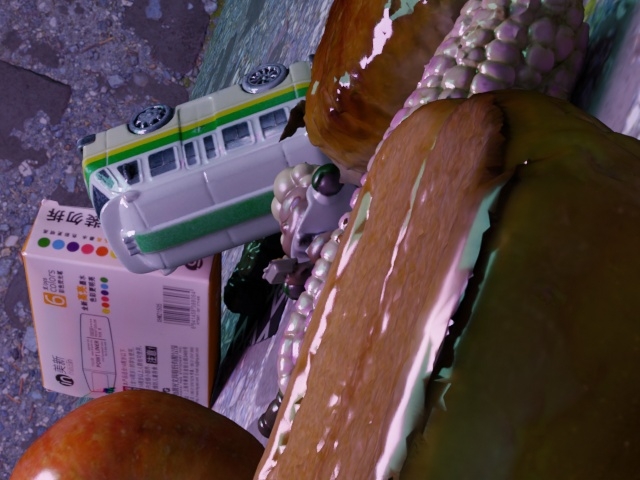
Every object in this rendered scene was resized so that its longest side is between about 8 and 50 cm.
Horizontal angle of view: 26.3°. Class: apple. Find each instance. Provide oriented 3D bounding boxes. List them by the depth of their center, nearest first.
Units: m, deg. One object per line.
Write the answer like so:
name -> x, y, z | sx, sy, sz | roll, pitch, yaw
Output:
apple -> -0.146, 0.242, 1.145 | 0.241, 0.242, 0.242 | 153, 138, -81

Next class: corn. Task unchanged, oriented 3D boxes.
corn -> 0.075, -0.018, 0.922 | 0.126, 0.126, 0.335 | -154, 86, -77

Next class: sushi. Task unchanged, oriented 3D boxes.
sushi -> -0.073, 0.017, 1.635 | 0.231, 0.047, 0.219 | 149, 141, -69

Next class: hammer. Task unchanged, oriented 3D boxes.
hammer -> -0.019, 0.072, 1.386 | 0.058, 0.029, 0.292 | -53, 18, 42

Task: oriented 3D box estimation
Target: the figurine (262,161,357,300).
figurine -> -0.001, 0.000, 1.269 | 0.197, 0.093, 0.147 | -93, 17, -60

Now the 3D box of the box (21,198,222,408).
box -> -0.227, 0.085, 1.614 | 0.274, 0.221, 0.091 | 99, -179, -49

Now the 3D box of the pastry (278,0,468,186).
pastry -> 0.092, -0.204, 1.123 | 0.329, 0.136, 0.329 | -158, 90, -79

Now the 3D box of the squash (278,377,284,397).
squash -> 0.027, 0.066, 1.114 | 0.229, 0.066, 0.066 | 124, 163, -45

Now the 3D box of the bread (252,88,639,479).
bread -> 0.073, 0.095, 0.701 | 0.328, 0.148, 0.337 | -150, 80, -81

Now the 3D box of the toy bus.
toy bus -> -0.106, -0.069, 1.425 | 0.165, 0.276, 0.133 | -104, -7, -54
